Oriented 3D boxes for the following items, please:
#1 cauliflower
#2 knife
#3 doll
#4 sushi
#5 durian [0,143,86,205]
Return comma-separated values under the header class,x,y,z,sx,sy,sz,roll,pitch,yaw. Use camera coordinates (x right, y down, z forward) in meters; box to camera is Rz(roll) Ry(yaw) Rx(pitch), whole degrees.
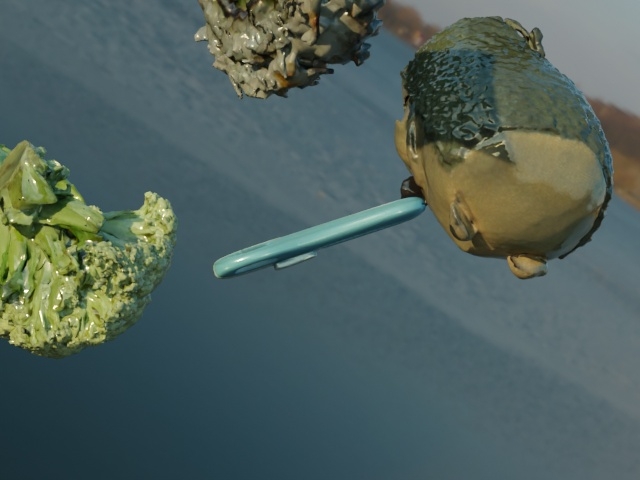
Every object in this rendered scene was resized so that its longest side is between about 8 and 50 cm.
class,x,y,z,sx,sy,sz,roll,pitch,yaw
cauliflower,-0.312,0.002,1.515,0.272,0.275,0.250,-76,149,-49
knife,0.000,0.000,1.276,0.064,0.222,0.031,80,-8,-85
doll,0.192,-0.115,1.461,0.247,0.247,0.349,29,31,-32
sushi,-0.043,-0.380,1.602,0.176,0.417,0.417,-5,27,-22
durian,-0.514,-0.033,1.987,0.256,0.339,0.204,55,40,-13
